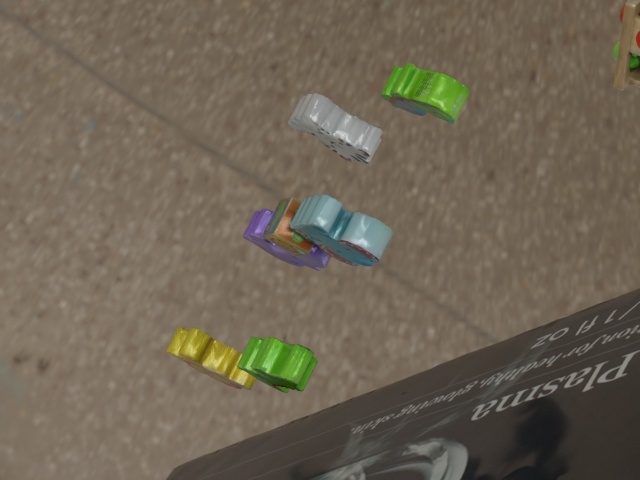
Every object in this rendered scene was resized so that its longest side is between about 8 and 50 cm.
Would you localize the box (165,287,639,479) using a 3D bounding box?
[{"bbox_3d":[0.057,0.282,0.765,0.480,0.472,0.297,-25,107,38],"label":"box"}]

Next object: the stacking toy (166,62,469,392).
[{"bbox_3d":[0.000,0.000,0.903,0.052,0.221,0.167,30,80,-14],"label":"stacking toy"}]

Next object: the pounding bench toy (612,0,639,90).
[{"bbox_3d":[0.187,-0.091,0.910,0.065,0.052,0.083,22,132,24],"label":"pounding bench toy"}]
